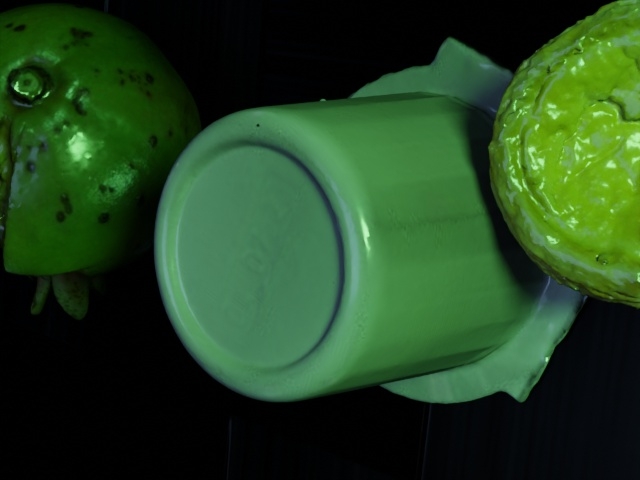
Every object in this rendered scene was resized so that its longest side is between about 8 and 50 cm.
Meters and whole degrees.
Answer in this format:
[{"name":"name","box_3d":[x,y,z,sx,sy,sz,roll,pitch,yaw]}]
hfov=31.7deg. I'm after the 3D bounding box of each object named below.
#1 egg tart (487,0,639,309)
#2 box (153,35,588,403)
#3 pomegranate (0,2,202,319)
[{"name":"egg tart","box_3d":[0.198,-0.051,0.665,0.191,0.074,0.191,0,90,26]},{"name":"box","box_3d":[0.000,0.000,0.765,0.291,0.206,0.262,-10,88,38]},{"name":"pomegranate","box_3d":[-0.216,-0.055,0.960,0.236,0.236,0.301,49,156,26]}]
